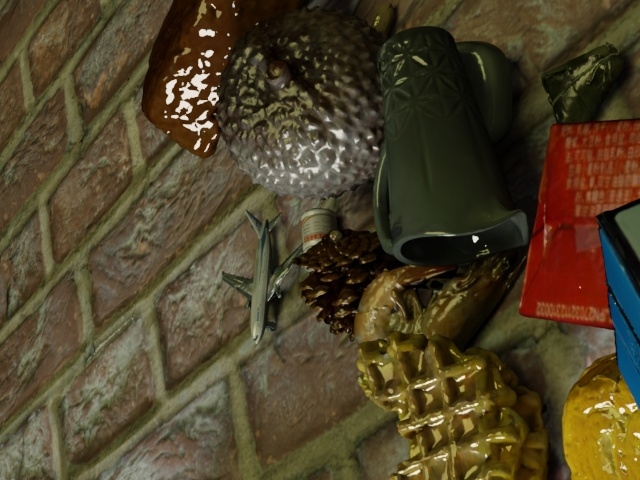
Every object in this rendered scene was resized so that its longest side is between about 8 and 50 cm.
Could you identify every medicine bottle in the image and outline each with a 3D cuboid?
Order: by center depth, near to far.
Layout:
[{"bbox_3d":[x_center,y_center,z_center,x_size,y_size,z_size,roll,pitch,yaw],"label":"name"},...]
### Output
[{"bbox_3d":[0.000,0.000,1.752,0.057,0.057,0.089,-28,58,45],"label":"medicine bottle"}]

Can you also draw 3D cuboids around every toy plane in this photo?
[{"bbox_3d":[-0.094,0.060,1.857,0.226,0.058,0.226,-22,65,43],"label":"toy plane"}]

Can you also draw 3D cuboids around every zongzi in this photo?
[{"bbox_3d":[0.330,-0.169,1.383,0.109,0.055,0.119,-24,72,45],"label":"zongzi"}]

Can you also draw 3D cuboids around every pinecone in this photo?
[{"bbox_3d":[0.048,0.062,1.601,0.173,0.173,0.174,-20,63,48],"label":"pinecone"}]

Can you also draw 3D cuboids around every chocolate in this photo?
[{"bbox_3d":[0.351,-0.012,1.258,0.237,0.108,0.235,3,81,52],"label":"chocolate"}]

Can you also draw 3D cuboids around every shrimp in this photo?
[{"bbox_3d":[0.149,0.072,1.489,0.152,0.063,0.287,41,112,8],"label":"shrimp"}]

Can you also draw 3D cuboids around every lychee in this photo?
[{"bbox_3d":[-0.007,-0.185,1.630,0.300,0.300,0.300,-20,63,48],"label":"lychee"}]

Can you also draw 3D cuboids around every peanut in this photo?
[{"bbox_3d":[0.093,-0.327,1.753,0.037,0.037,0.083,33,101,52],"label":"peanut"}]

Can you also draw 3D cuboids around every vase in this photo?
[{"bbox_3d":[0.139,-0.110,1.421,0.251,0.156,0.301,-36,56,48],"label":"vase"}]

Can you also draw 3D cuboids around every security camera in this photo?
[{"bbox_3d":[0.190,-0.115,1.529,0.157,0.080,0.302,-3,87,37],"label":"security camera"}]

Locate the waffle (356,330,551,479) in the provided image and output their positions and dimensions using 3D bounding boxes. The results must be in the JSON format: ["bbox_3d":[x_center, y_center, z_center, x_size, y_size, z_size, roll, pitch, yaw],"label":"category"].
[{"bbox_3d":[0.142,0.276,1.378,0.261,0.151,0.324,1,85,34],"label":"waffle"}]

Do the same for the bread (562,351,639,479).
[{"bbox_3d":[0.350,0.203,1.159,0.236,0.120,0.198,-24,78,49],"label":"bread"}]

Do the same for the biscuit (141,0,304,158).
[{"bbox_3d":[-0.159,-0.367,1.888,0.343,0.166,0.395,-58,17,25],"label":"biscuit"}]

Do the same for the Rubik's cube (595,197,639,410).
[{"bbox_3d":[0.413,0.100,0.909,0.293,0.283,0.288,-25,53,4],"label":"Rubik's cube"}]
